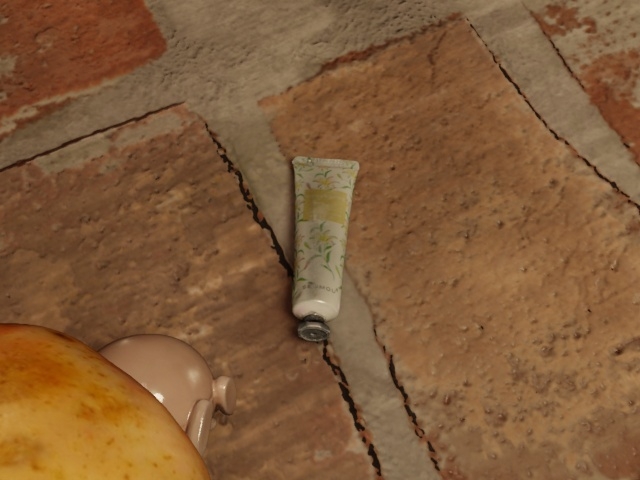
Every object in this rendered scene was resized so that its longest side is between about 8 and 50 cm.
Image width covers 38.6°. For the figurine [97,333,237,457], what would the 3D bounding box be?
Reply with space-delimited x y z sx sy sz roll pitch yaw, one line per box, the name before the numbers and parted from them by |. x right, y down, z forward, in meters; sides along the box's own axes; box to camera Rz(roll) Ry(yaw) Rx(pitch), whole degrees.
figurine | -0.145 0.137 0.750 0.138 0.125 0.125 -1 63 12

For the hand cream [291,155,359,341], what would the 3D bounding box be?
hand cream | 0.000 0.000 0.855 0.067 0.042 0.194 1 59 4

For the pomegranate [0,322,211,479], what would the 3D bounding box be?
pomegranate | -0.210 0.225 0.535 0.338 0.338 0.338 -1 63 1
